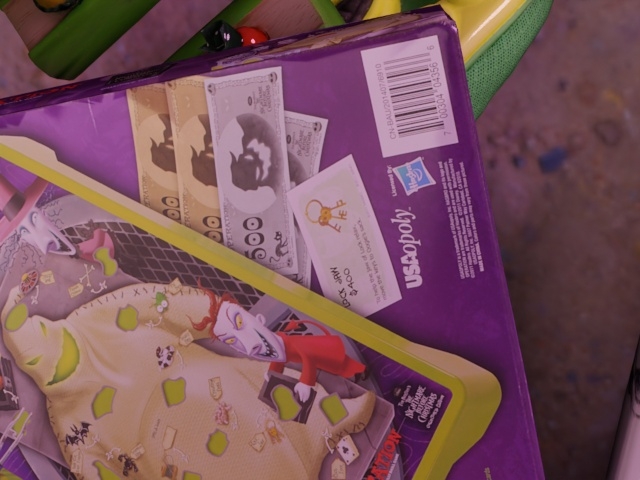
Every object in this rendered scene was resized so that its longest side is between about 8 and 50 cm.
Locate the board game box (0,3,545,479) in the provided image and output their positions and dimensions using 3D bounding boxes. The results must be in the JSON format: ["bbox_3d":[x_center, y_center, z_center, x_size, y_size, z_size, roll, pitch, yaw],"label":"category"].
[{"bbox_3d":[-0.022,0.107,0.552,0.208,0.056,0.347,-12,105,0],"label":"board game box"}]

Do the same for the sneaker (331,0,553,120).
[{"bbox_3d":[0.000,0.000,0.620,0.123,0.109,0.295,22,107,-41],"label":"sneaker"}]

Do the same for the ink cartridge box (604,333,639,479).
[{"bbox_3d":[0.201,0.079,0.581,0.172,0.100,0.237,13,112,11],"label":"ink cartridge box"}]

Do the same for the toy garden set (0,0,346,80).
[{"bbox_3d":[-0.062,-0.164,0.552,0.204,0.049,0.244,-38,75,23],"label":"toy garden set"}]
